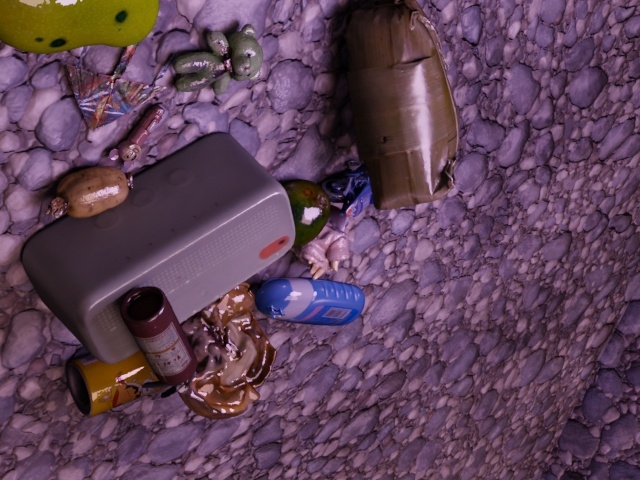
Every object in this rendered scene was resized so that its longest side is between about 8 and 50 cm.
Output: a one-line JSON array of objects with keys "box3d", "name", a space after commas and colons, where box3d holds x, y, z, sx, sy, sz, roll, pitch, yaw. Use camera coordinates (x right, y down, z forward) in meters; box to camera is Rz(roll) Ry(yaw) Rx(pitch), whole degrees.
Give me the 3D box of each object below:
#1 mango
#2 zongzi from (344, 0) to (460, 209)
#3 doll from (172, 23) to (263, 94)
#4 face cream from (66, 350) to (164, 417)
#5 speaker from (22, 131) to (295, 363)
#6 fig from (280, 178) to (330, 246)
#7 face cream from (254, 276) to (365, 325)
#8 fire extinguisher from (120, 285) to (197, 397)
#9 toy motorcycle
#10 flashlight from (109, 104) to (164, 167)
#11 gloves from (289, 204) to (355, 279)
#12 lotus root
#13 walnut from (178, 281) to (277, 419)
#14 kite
[{"box3d": [-0.319, -0.319, 1.180, 0.293, 0.143, 0.175, -2, 124, -55], "name": "mango"}, {"box3d": [0.160, -0.315, 1.681, 0.418, 0.181, 0.447, -48, 131, -64], "name": "zongzi"}, {"box3d": [-0.155, -0.269, 1.439, 0.150, 0.077, 0.115, -22, 135, -18], "name": "doll"}, {"box3d": [-0.278, 0.212, 1.686, 0.349, 0.105, 0.105, -18, 132, -35], "name": "face cream"}, {"box3d": [-0.245, 0.011, 1.486, 0.406, 0.184, 0.183, -33, 139, -20], "name": "speaker"}, {"box3d": [-0.050, -0.029, 1.722, 0.117, 0.117, 0.177, -13, 139, -38], "name": "fig"}, {"box3d": [-0.027, 0.122, 1.847, 0.149, 0.083, 0.264, -26, 158, 31], "name": "face cream"}, {"box3d": [-0.248, 0.168, 1.416, 0.099, 0.071, 0.231, -13, 138, 0], "name": "fire extinguisher"}, {"box3d": [0.099, -0.101, 1.790, 0.205, 0.114, 0.076, -19, 134, -34], "name": "toy motorcycle"}, {"box3d": [-0.278, -0.161, 1.433, 0.110, 0.031, 0.052, -53, 142, 3], "name": "flashlight"}, {"box3d": [0.009, 0.000, 1.802, 0.144, 0.110, 0.094, -48, -176, -2], "name": "gloves"}, {"box3d": [-0.350, -0.073, 1.406, 0.152, 0.063, 0.072, -28, 110, -30], "name": "lotus root"}, {"box3d": [-0.181, 0.185, 1.610, 0.204, 0.141, 0.238, 17, 82, -52], "name": "walnut"}, {"box3d": [-0.306, -0.229, 1.367, 0.183, 0.010, 0.160, 6, 120, -50], "name": "kite"}]
